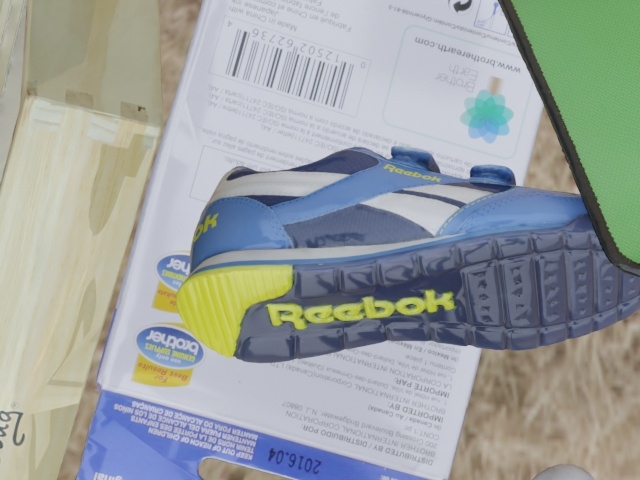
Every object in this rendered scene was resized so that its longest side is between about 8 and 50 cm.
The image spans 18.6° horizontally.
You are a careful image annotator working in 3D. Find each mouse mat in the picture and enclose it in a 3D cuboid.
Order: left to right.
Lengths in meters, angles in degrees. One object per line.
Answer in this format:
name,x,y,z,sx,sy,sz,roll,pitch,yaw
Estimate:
mouse mat,0.138,-0.060,0.587,0.152,0.190,0.007,-11,130,-2

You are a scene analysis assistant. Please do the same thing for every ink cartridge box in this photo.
ink cartridge box,0.000,0.000,1.002,0.186,0.065,0.311,16,79,-7

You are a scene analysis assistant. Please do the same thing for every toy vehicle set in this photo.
toy vehicle set,-0.100,0.025,0.611,0.035,0.166,0.267,11,123,-14

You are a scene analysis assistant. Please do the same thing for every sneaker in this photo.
sneaker,0.030,-0.002,0.575,0.144,0.059,0.053,-1,136,2

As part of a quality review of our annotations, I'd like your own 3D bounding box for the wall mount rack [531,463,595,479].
wall mount rack,0.106,0.260,0.621,0.130,0.304,0.350,10,81,29
